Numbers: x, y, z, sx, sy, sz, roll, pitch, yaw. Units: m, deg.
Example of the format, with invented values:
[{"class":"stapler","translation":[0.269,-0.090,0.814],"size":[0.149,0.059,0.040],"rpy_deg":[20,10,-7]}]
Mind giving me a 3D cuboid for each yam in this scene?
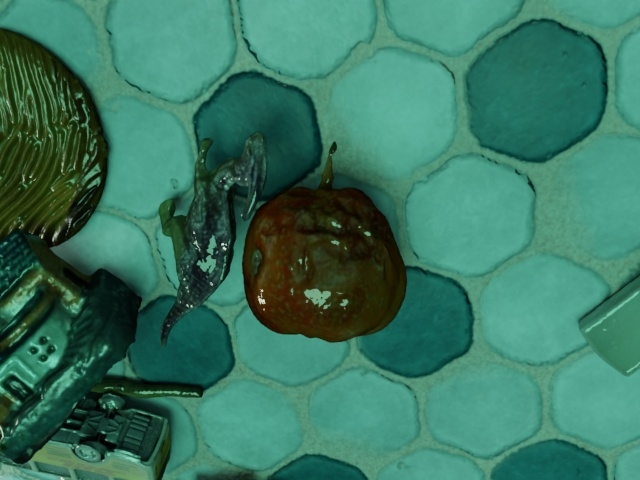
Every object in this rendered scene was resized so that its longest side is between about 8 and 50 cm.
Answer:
[{"class":"yam","translation":[-0.293,0.222,1.157],"size":[0.234,0.027,0.029],"rpy_deg":[4,145,7]}]

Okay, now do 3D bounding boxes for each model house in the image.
[{"class":"model house","translation":[-0.423,0.103,1.001],"size":[0.253,0.184,0.291],"rpy_deg":[-43,110,6]}]

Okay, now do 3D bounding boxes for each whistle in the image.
[{"class":"whistle","translation":[0.456,0.077,0.906],"size":[0.163,0.163,0.289],"rpy_deg":[42,112,-9]}]

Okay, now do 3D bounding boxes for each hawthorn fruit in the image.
[{"class":"hawthorn fruit","translation":[0.000,0.000,0.936],"size":[0.207,0.207,0.243],"rpy_deg":[3,93,8]}]

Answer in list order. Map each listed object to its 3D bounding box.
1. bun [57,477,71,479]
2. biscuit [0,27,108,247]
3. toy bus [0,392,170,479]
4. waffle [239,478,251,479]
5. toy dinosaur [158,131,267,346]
[{"class":"bun","translation":[-0.378,0.383,1.221],"size":[0.083,0.083,0.045],"rpy_deg":[29,74,-3]},{"class":"biscuit","translation":[-0.439,-0.127,1.027],"size":[0.317,0.040,0.318],"rpy_deg":[3,112,8]},{"class":"toy bus","translation":[-0.400,0.292,1.162],"size":[0.342,0.097,0.138],"rpy_deg":[9,135,5]},{"class":"waffle","translation":[-0.128,0.519,1.237],"size":[0.302,0.068,0.325],"rpy_deg":[6,115,7]},{"class":"toy dinosaur","translation":[-0.147,-0.014,0.959],"size":[0.077,0.162,0.294],"rpy_deg":[5,118,-27]}]
